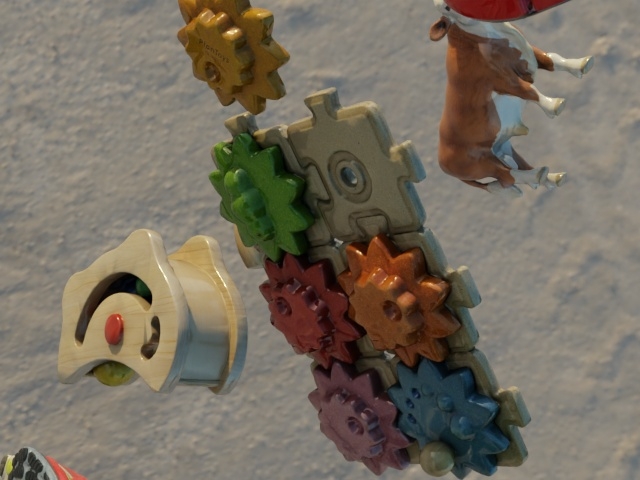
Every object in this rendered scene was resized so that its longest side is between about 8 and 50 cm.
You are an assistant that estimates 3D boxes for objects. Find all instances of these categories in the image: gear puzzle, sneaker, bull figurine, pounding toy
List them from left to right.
[{"bbox_3d":[-0.296,0.288,1.547,0.118,0.279,0.107,12,84,-19],"label":"sneaker"},{"bbox_3d":[-0.116,0.078,1.271,0.155,0.269,0.154,7,65,-39],"label":"pounding toy"},{"bbox_3d":[0.000,0.000,0.819,0.044,0.175,0.338,-34,106,-37],"label":"gear puzzle"},{"bbox_3d":[0.215,-0.180,1.653,0.188,0.310,0.101,29,54,24],"label":"bull figurine"}]

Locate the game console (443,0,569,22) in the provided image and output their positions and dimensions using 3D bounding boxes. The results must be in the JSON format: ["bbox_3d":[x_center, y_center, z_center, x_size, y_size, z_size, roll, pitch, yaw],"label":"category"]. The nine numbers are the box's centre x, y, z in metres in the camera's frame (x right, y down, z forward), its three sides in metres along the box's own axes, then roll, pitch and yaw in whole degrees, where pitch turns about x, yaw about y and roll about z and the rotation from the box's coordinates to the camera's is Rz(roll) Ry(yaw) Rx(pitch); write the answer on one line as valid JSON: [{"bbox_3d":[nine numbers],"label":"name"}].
[{"bbox_3d":[0.230,-0.339,0.995,0.060,0.342,0.386,55,26,-46],"label":"game console"}]
